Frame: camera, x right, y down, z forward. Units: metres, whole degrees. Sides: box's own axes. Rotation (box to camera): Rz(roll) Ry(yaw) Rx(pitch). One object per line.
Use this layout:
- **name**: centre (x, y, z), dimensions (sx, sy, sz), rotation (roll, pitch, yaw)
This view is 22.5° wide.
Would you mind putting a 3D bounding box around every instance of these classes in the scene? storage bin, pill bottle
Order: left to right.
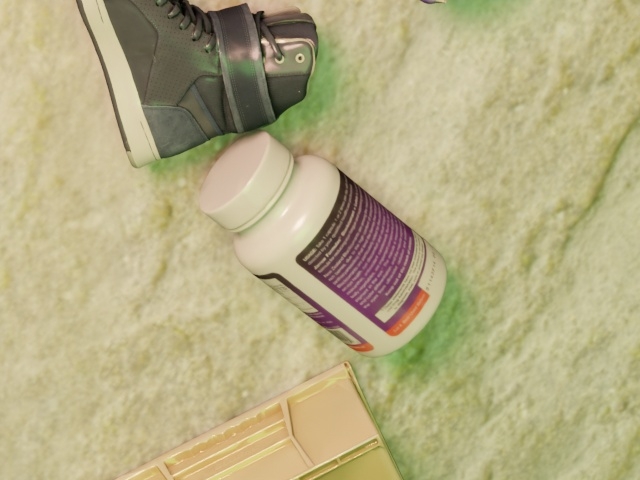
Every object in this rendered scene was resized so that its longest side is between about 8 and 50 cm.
- **storage bin**: centre (-0.028, 0.290, 1.388), dimensions (0.260, 0.123, 0.262), rotation (-26, 118, -3)
- **pill bottle**: centre (0.000, 0.000, 1.276), dimensions (0.193, 0.108, 0.108), rotation (39, 98, -27)

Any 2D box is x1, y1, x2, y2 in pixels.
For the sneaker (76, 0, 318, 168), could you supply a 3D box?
- **sneaker**: centre (-0.091, -0.172, 1.178), dimensions (0.163, 0.086, 0.226), rotation (-14, 126, 2)

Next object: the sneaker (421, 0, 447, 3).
- **sneaker**: centre (0.098, -0.325, 1.175), dimensions (0.146, 0.102, 0.293), rotation (19, 102, -18)
